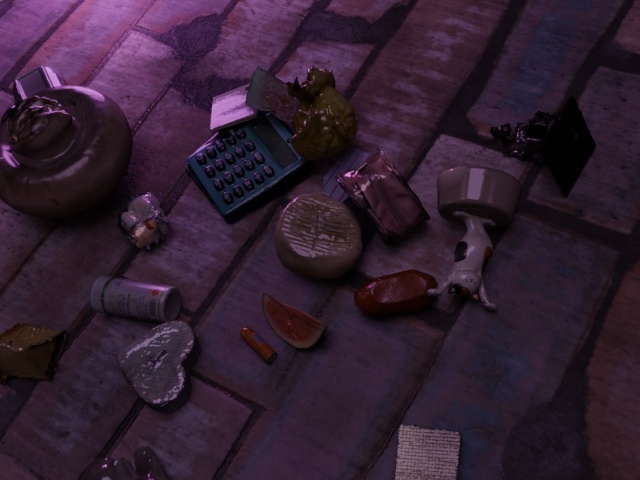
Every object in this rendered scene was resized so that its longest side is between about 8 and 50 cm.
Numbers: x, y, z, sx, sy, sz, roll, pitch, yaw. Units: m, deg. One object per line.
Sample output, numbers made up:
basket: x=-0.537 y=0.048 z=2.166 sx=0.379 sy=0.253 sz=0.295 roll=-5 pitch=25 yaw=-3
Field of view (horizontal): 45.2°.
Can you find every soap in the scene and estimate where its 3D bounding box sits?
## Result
soap: x=0.067 y=-0.136 z=1.754 sx=0.100 sy=0.056 sz=0.149 roll=22 pitch=66 yaw=28

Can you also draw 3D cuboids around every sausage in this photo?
sausage: x=0.158 y=0.108 z=1.566 sx=0.179 sy=0.089 sz=0.089 roll=-15 pitch=56 yaw=-6
sausage: x=-0.133 y=0.214 z=1.606 sx=0.031 sy=0.031 sz=0.107 roll=-42 pitch=57 yaw=-13

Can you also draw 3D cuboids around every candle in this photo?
candle: x=-0.343 y=0.261 z=1.608 sx=0.168 sy=0.068 sz=0.192 roll=4 pitch=59 yaw=13

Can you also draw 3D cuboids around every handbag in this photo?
handbag: x=0.133 y=-0.091 z=1.631 sx=0.116 sy=0.205 sz=0.179 roll=-37 pitch=27 yaw=3

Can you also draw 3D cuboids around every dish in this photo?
dish: x=-0.770 y=-0.398 z=2.115 sx=0.151 sy=0.077 sz=0.212 roll=-30 pitch=56 yaw=-5

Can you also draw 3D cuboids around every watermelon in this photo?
watermelon: x=-0.061 y=-0.322 z=1.858 sx=0.241 sy=0.154 sz=0.094 roll=29 pitch=100 yaw=2
watermelon: x=-0.045 y=0.165 z=1.595 sx=0.163 sy=0.087 sz=0.069 roll=30 pitch=39 yaw=26

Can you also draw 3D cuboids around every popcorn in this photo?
popcorn: x=-0.004 y=-0.284 z=1.745 sx=0.173 sy=0.168 sz=0.195 roll=-21 pitch=83 yaw=-31

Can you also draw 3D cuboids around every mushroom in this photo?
mushroom: x=-0.641 y=-0.233 z=1.851 sx=0.362 sy=0.294 sz=0.362 roll=-7 pitch=56 yaw=10

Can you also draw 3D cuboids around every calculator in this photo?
calculator: x=-0.177 y=-0.192 z=1.850 sx=0.274 sy=0.058 sz=0.248 roll=-33 pitch=56 yaw=-5

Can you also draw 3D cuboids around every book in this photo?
book: x=-0.216 y=-0.338 z=1.935 sx=0.127 sy=0.014 sz=0.182 roll=-17 pitch=37 yaw=8

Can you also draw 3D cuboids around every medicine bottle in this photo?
medicine bottle: x=-0.406 y=0.130 z=1.694 sx=0.183 sy=0.086 sz=0.086 roll=8 pitch=62 yaw=18

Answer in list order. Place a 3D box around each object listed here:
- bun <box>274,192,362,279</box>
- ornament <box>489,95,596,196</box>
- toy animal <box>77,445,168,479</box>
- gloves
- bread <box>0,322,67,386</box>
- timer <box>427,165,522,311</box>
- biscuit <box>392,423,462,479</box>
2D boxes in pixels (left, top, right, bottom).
bun: x=0.000 y=0.000 z=1.650 sx=0.193 sy=0.128 sz=0.178 roll=15 pitch=64 yaw=10
ornament: x=0.470 y=-0.217 z=1.694 sx=0.196 sy=0.153 sz=0.166 roll=13 pitch=60 yaw=48
toy animal: x=-0.402 y=0.547 z=1.390 sx=0.308 sy=0.188 sz=0.266 roll=-34 pitch=66 yaw=-11
gloves: x=-0.421 y=-0.047 z=1.817 sx=0.114 sy=0.070 sz=0.153 roll=-38 pitch=51 yaw=0
bread: x=-0.654 y=0.231 z=1.693 sx=0.147 sy=0.127 sz=0.152 roll=1 pitch=43 yaw=15
timer: x=0.308 y=0.002 z=1.563 sx=0.175 sy=0.175 sz=0.266 roll=5 pitch=72 yaw=17
biscuit: x=0.188 y=0.437 z=1.383 sx=0.121 sy=0.040 sz=0.199 roll=4 pitch=62 yaw=14
